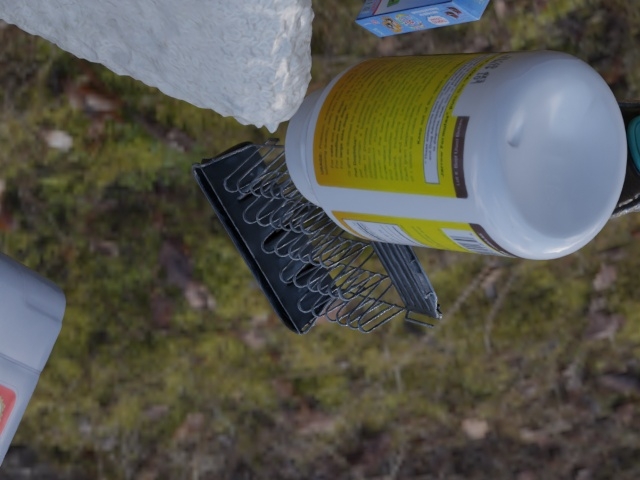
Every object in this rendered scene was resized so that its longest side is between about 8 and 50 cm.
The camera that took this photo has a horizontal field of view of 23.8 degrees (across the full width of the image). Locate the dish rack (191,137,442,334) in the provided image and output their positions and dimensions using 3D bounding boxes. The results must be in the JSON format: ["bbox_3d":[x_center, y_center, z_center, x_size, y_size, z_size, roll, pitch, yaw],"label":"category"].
[{"bbox_3d":[0.000,0.000,1.430,0.074,0.271,0.208,-38,110,-19],"label":"dish rack"}]

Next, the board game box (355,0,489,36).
[{"bbox_3d":[0.126,-0.282,1.478,0.039,0.160,0.211,31,171,-21],"label":"board game box"}]

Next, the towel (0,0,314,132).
[{"bbox_3d":[-0.120,-0.157,0.487,0.282,0.049,0.187,25,141,21],"label":"towel"}]

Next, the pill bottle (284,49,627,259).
[{"bbox_3d":[0.071,-0.054,0.913,0.117,0.117,0.215,30,167,-34],"label":"pill bottle"}]

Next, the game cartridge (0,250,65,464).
[{"bbox_3d":[-0.274,0.130,0.926,0.060,0.294,0.196,17,169,31],"label":"game cartridge"}]

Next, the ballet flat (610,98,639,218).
[{"bbox_3d":[0.190,-0.053,1.123,0.316,0.108,0.106,1,163,-36],"label":"ballet flat"}]
